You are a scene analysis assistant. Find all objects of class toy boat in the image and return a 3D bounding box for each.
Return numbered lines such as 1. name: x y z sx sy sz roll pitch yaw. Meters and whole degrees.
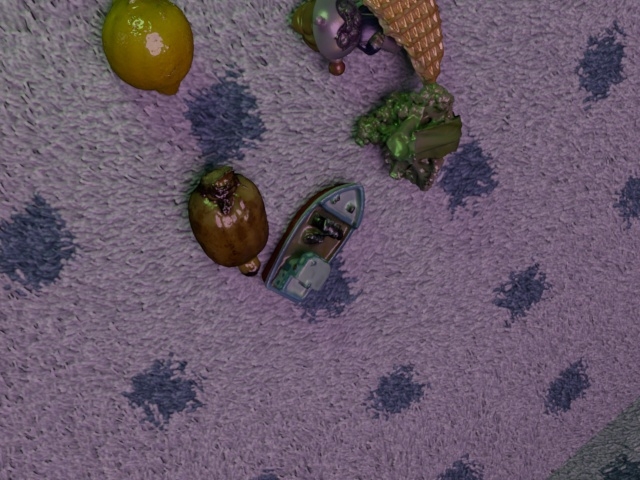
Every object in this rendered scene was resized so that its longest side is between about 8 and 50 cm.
1. toy boat: 0.000 0.000 1.799 0.145 0.133 0.332 31 94 -33

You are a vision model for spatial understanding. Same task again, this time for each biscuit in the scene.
1. biscuit: 0.209 -0.509 1.695 0.309 0.040 0.205 41 59 -43

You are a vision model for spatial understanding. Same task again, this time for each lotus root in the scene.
1. lotus root: -0.203 -0.039 1.671 0.169 0.141 0.314 -24 129 -14

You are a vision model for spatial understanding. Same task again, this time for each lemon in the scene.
1. lemon: -0.329 -0.376 1.441 0.173 0.173 0.206 -24 116 -17

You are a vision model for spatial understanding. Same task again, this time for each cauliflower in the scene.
1. cauliflower: 0.210 -0.238 1.725 0.239 0.315 0.256 45 119 -1

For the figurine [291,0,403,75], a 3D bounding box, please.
1. figurine: 0.073 -0.456 1.650 0.274 0.133 0.194 22 85 -36
